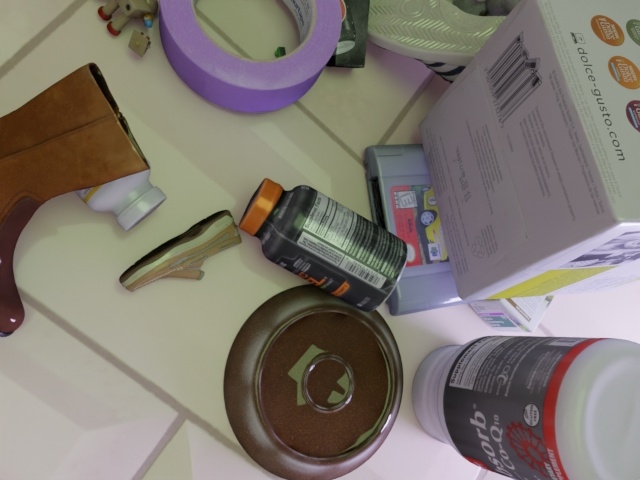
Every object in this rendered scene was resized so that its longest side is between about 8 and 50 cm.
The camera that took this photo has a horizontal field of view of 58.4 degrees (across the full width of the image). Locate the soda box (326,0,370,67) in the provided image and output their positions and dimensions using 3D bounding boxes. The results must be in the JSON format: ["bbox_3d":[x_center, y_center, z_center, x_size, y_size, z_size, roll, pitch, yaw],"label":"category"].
[{"bbox_3d":[0.046,-0.379,0.965,0.060,0.053,0.169,-3,106,-23],"label":"soda box"}]

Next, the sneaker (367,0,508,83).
[{"bbox_3d":[0.228,-0.333,1.019,0.350,0.148,0.131,22,76,14],"label":"sneaker"}]

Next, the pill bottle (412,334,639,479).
[{"bbox_3d":[0.306,0.247,0.846,0.210,0.363,0.210,4,81,-23],"label":"pill bottle"}]

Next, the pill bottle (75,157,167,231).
[{"bbox_3d":[-0.301,-0.105,0.785,0.103,0.103,0.184,-44,100,-22],"label":"pill bottle"}]

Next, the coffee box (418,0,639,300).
[{"bbox_3d":[0.398,-0.118,0.863,0.334,0.338,0.338,-2,69,-19],"label":"coffee box"}]

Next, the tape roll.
[{"bbox_3d":[-0.109,-0.345,0.891,0.274,0.090,0.275,3,79,-15],"label":"tape roll"}]

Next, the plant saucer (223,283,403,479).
[{"bbox_3d":[0.005,0.222,0.898,0.310,0.050,0.311,3,81,-21],"label":"plant saucer"}]

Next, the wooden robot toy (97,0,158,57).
[{"bbox_3d":[-0.285,-0.358,0.863,0.173,0.076,0.079,61,31,-4],"label":"wooden robot toy"}]

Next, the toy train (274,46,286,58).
[{"bbox_3d":[-0.062,-0.282,0.954,0.017,0.023,0.083,-6,85,-23],"label":"toy train"}]

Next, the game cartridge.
[{"bbox_3d":[0.188,-0.027,1.008,0.196,0.060,0.294,-6,85,-27],"label":"game cartridge"}]

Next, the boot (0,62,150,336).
[{"bbox_3d":[-0.341,-0.045,0.712,0.280,0.096,0.264,-23,88,0],"label":"boot"}]

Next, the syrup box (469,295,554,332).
[{"bbox_3d":[0.382,0.051,1.054,0.096,0.093,0.237,42,69,-12],"label":"syrup box"}]

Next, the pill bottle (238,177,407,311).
[{"bbox_3d":[0.000,0.000,0.878,0.245,0.130,0.130,29,72,-11],"label":"pill bottle"}]

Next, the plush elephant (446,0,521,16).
[{"bbox_3d":[0.322,-0.488,1.033,0.271,0.330,0.255,-6,108,-19],"label":"plush elephant"}]

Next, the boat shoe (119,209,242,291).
[{"bbox_3d":[-0.195,0.029,0.834,0.190,0.068,0.072,-34,107,-23],"label":"boat shoe"}]
